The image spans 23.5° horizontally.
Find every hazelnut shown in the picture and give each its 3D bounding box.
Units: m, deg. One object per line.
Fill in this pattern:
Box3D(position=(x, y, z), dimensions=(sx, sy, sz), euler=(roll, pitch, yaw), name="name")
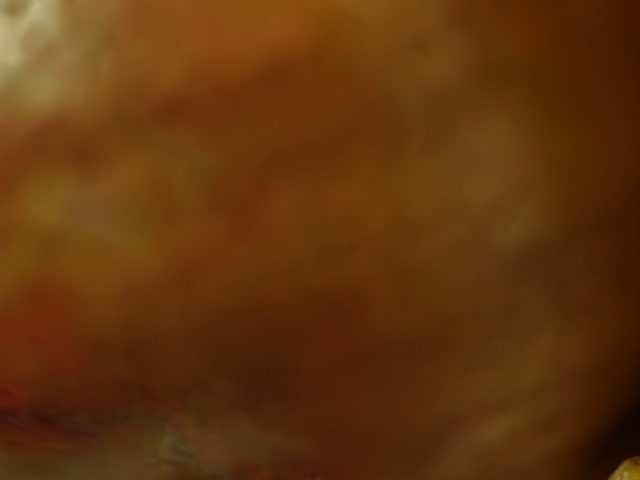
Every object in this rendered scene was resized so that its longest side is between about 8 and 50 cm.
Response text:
Box3D(position=(-0.029, -0.027, 0.516), dimensions=(0.366, 0.366, 0.366), euler=(-48, 15, 17), name="hazelnut")

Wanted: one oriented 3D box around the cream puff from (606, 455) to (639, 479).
Box3D(position=(0.131, 0.083, 0.411), dimensions=(0.094, 0.116, 0.122), euler=(-44, 33, 40), name="cream puff")
